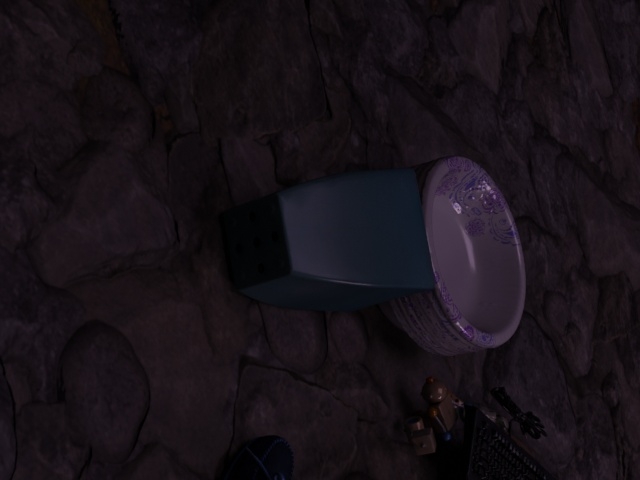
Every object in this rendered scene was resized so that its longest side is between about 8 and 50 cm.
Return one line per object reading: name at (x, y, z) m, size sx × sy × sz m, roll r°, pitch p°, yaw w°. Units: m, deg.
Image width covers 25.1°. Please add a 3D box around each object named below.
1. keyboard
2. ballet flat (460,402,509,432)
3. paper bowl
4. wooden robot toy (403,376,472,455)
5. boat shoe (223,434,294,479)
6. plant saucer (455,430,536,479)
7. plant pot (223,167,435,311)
keyboard at (0.290, 0.320, 2.145) m, size 0.317 × 0.033 × 0.201 m, roll 44°, pitch 44°, yaw -49°
ballet flat at (0.261, 0.275, 2.218) m, size 0.114 × 0.041 × 0.041 m, roll 32°, pitch 52°, yaw -45°
paper bowl at (0.170, 0.029, 2.090) m, size 0.284 × 0.148 × 0.284 m, roll 28°, pitch 55°, yaw -48°
wooden robot toy at (0.154, 0.235, 2.039) m, size 0.173 × 0.076 × 0.079 m, roll -40°, pitch 117°, yaw -58°
boat shoe at (-0.068, 0.338, 1.671) m, size 0.109 × 0.089 × 0.258 m, roll 49°, pitch 41°, yaw -33°
plant saucer at (0.278, 0.429, 2.180) m, size 0.278 × 0.041 × 0.278 m, roll 26°, pitch 57°, yaw -49°
plant pot at (0.000, 0.000, 1.851) m, size 0.234 × 0.165 × 0.165 m, roll 1°, pitch 76°, yaw -47°
